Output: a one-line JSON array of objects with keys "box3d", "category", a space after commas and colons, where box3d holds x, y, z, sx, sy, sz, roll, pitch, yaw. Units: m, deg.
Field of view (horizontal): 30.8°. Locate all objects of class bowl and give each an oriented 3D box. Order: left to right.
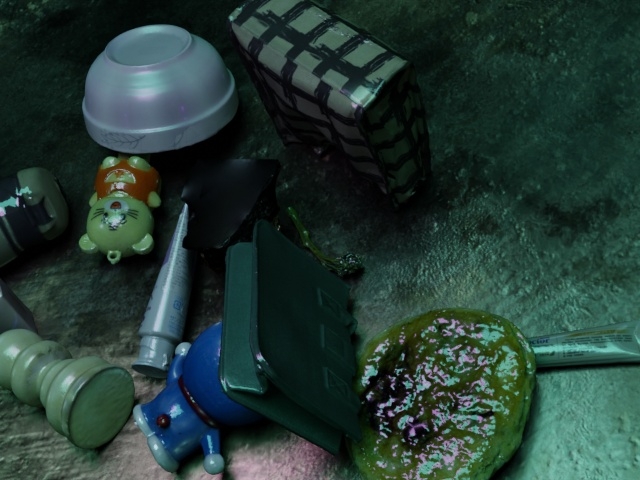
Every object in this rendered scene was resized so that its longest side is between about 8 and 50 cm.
[{"box3d": [-0.297, -0.290, 2.099, 0.287, 0.143, 0.287, -4, 38, 3], "category": "bowl"}]

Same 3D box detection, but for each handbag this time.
[{"box3d": [-0.040, 0.140, 1.722, 0.089, 0.238, 0.326, -37, 33, 25], "category": "handbag"}, {"box3d": [0.028, -0.229, 1.913, 0.162, 0.327, 0.325, -43, 58, -15], "category": "handbag"}]

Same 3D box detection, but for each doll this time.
[{"box3d": [-0.164, 0.240, 1.787, 0.257, 0.161, 0.215, -37, 68, 10], "category": "doll"}]

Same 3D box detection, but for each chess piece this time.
[{"box3d": [-0.436, 0.219, 1.874, 0.251, 0.144, 0.144, 23, 67, 32], "category": "chess piece"}]

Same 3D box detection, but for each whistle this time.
[{"box3d": [-0.343, -0.081, 2.054, 0.131, 0.106, 0.288, 0, 58, 8], "category": "whistle"}]

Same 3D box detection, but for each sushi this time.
[{"box3d": [-0.139, -0.022, 1.932, 0.153, 0.150, 0.172, 1, 58, 16], "category": "sushi"}]

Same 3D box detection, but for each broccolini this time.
[{"box3d": [-0.004, 0.007, 1.946, 0.194, 0.054, 0.052, 37, 92, 33], "category": "broccolini"}]

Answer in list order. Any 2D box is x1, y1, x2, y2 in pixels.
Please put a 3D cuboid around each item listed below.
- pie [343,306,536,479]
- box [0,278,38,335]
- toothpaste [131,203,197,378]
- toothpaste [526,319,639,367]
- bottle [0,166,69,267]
[{"box3d": [0.162, 0.236, 1.716, 0.323, 0.070, 0.323, -12, 57, 19], "category": "pie"}, {"box3d": [-0.612, 0.158, 1.950, 0.233, 0.149, 0.067, -27, 58, -2], "category": "box"}, {"box3d": [-0.244, 0.079, 1.933, 0.073, 0.114, 0.299, 7, 65, 12], "category": "toothpaste"}, {"box3d": [0.371, 0.163, 1.741, 0.256, 0.037, 0.067, -8, 61, 9], "category": "toothpaste"}, {"box3d": [-0.615, -0.013, 2.057, 0.347, 0.168, 0.168, -25, 55, -6], "category": "bottle"}]
